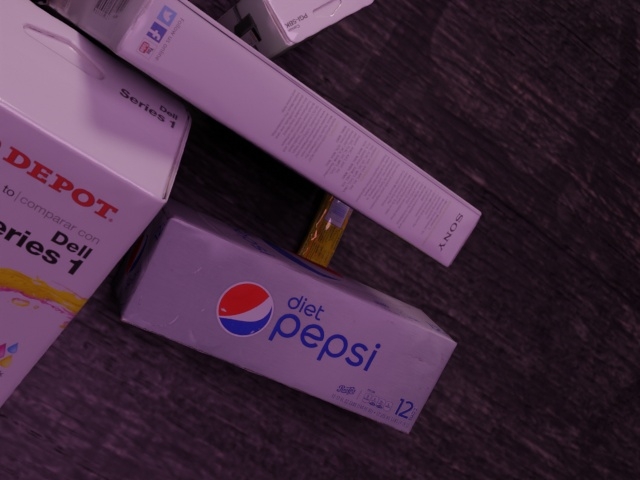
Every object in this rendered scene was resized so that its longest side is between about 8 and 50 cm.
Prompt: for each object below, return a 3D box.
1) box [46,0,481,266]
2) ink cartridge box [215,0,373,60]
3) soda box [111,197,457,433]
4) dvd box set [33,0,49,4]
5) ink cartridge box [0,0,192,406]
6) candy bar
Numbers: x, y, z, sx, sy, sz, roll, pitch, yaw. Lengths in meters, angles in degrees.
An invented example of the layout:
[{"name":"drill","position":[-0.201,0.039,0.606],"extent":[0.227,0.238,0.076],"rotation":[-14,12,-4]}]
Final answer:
[{"name":"box","position":[-0.050,-0.106,0.804],"extent":[0.322,0.232,0.058],"rotation":[33,93,-35]},{"name":"ink cartridge box","position":[-0.028,-0.199,0.911],"extent":[0.099,0.135,0.056],"rotation":[-32,99,-23]},{"name":"soda box","position":[-0.030,0.064,0.904],"extent":[0.286,0.091,0.098],"rotation":[24,98,-21]},{"name":"dvd box set","position":[-0.272,-0.415,0.745],"extent":[0.307,0.062,0.421],"rotation":[18,79,-10]},{"name":"ink cartridge box","position":[-0.250,-0.021,0.720],"extent":[0.201,0.278,0.117],"rotation":[32,32,-19]},{"name":"candy bar","position":[0.000,0.000,0.975],"extent":[0.040,0.018,0.162],"rotation":[30,74,-21]}]
